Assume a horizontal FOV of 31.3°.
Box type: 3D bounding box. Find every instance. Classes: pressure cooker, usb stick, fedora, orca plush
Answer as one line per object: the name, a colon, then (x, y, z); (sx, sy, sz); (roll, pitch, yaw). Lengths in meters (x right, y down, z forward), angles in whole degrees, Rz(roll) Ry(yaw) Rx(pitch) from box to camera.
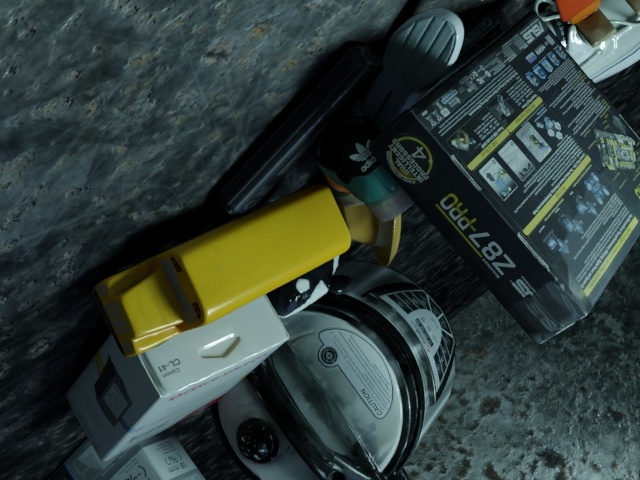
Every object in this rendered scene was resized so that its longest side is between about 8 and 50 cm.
pressure cooker: (0.020, 0.245, 1.917); (0.420, 0.369, 0.376); (-27, 128, -69)
usb stick: (-0.025, -0.136, 1.425); (0.278, 0.045, 0.077); (-46, 173, 23)
fedora: (0.062, -0.053, 1.684); (0.079, 0.194, 0.194); (-3, 156, -11)
orca plush: (0.000, 0.000, 1.719); (0.287, 0.151, 0.102); (-33, 141, -43)

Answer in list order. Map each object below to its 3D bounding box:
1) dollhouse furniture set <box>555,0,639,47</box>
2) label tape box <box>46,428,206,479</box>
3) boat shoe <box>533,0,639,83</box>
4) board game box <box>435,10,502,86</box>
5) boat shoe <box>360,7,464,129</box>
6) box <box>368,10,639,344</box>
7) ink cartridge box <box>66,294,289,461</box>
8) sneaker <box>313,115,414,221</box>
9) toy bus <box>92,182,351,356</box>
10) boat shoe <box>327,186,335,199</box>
dollhouse furniture set: (0.415, -0.377, 1.479); (0.259, 0.135, 0.262); (-36, 157, 9)
label tape box: (-0.310, 0.489, 2.020); (0.240, 0.334, 0.106); (-45, 164, 23)
boat shoe: (0.377, -0.316, 1.718); (0.367, 0.136, 0.156); (-34, 152, 28)
board game box: (0.184, -0.242, 1.644); (0.186, 0.026, 0.126); (-40, 166, 4)
boat shoe: (0.121, -0.231, 1.462); (0.076, 0.083, 0.226); (-48, -178, -37)
box: (0.275, -0.098, 1.461); (0.097, 0.318, 0.395); (-42, 180, 41)
ink cartridge box: (-0.215, 0.183, 1.665); (0.226, 0.131, 0.306); (-23, 165, -36)
sneaker: (0.049, -0.113, 1.503); (0.108, 0.121, 0.302); (-43, -165, -4)
toy bus: (-0.124, 0.035, 1.489); (0.332, 0.108, 0.130); (-27, -174, -39)
boat shoe: (0.014, -0.066, 1.758); (0.035, 0.035, 0.100); (-15, -178, 31)
